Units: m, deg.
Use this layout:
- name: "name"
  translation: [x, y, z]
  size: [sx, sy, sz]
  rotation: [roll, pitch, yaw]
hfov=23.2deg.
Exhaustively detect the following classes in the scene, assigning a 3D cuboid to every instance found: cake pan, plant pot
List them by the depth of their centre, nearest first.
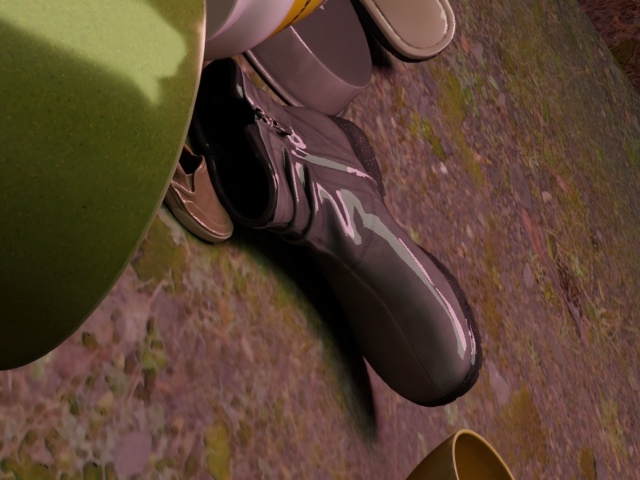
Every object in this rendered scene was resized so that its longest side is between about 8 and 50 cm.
- name: "plant pot"
  translation: [-0.257, -0.104, 0.795]
  size: [0.293, 0.275, 0.275]
  rotation: [22, 41, -35]
- name: "plant pot"
  translation: [0.112, 0.243, 1.341]
  size: [0.134, 0.095, 0.134]
  rotation: [46, 26, -31]
- name: "cake pan"
  translation: [-0.035, -0.266, 1.718]
  size: [0.293, 0.054, 0.293]
  rotation: [48, 24, -30]

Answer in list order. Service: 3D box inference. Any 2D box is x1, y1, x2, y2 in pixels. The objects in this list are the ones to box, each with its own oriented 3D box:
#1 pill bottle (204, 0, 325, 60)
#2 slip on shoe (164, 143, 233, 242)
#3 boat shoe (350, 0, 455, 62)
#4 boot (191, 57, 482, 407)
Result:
- name: "pill bottle"
  translation: [-0.090, -0.265, 1.402]
  size: [0.188, 0.188, 0.334]
  rotation: [58, 20, -6]
- name: "slip on shoe"
  translation: [-0.111, -0.053, 1.295]
  size: [0.135, 0.041, 0.051]
  rotation: [50, 24, -25]
- name: "boat shoe"
  translation: [0.057, -0.371, 1.986]
  size: [0.340, 0.127, 0.113]
  rotation: [55, -8, 6]
- name: "boot"
  translation: [0.000, 0.000, 1.407]
  size: [0.223, 0.118, 0.338]
  rotation: [19, 34, -57]
